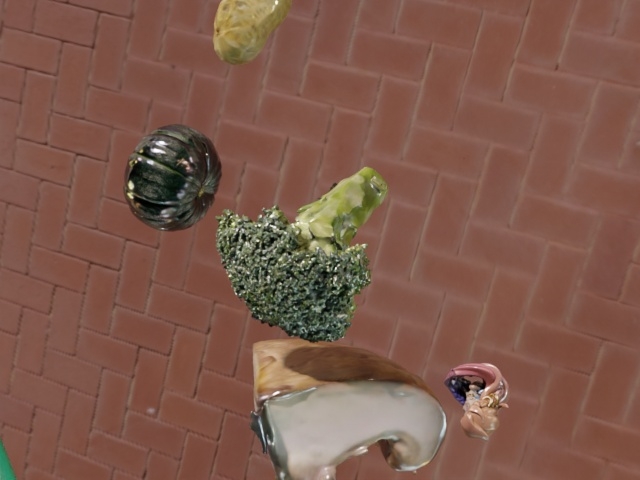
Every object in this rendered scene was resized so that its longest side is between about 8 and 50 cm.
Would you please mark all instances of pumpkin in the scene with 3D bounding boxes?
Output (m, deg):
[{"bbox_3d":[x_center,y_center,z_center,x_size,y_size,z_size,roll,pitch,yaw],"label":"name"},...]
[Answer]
[{"bbox_3d":[-0.300,-0.126,1.305,0.162,0.220,0.220,26,102,19],"label":"pumpkin"}]

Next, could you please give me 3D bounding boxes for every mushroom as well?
[{"bbox_3d":[0.025,0.274,1.210,0.314,0.397,0.224,-15,104,-5],"label":"mushroom"}]

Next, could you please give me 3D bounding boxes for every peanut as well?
[{"bbox_3d":[-0.119,-0.412,1.144,0.098,0.103,0.229,17,65,23],"label":"peanut"}]

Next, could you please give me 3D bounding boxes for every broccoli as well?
[{"bbox_3d":[0.019,0.011,1.060,0.252,0.362,0.221,46,137,22],"label":"broccoli"}]

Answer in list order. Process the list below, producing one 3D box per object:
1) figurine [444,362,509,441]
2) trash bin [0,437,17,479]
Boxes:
[{"bbox_3d":[0.310,0.308,1.220,0.114,0.157,0.126,0,122,-9],"label":"figurine"},{"bbox_3d":[-0.601,0.391,0.978,0.381,0.259,0.295,56,130,27],"label":"trash bin"}]
